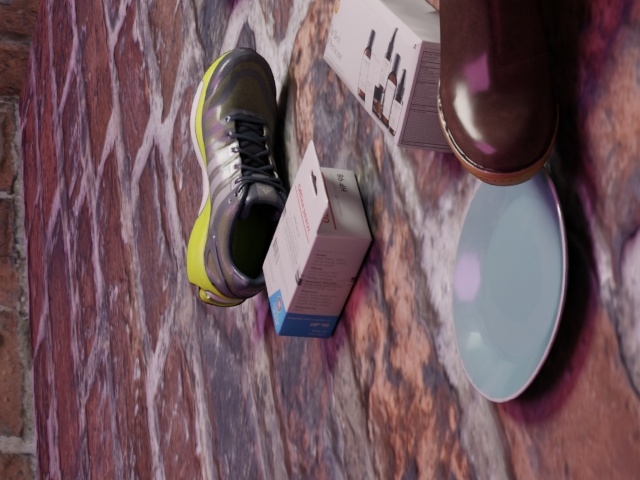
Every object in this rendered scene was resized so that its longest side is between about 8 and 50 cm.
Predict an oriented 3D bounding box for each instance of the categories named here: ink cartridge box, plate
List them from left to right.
[{"bbox_3d":[0.000,0.000,1.522,0.104,0.060,0.180,-103,26,-45],"label":"ink cartridge box"},{"bbox_3d":[0.147,0.029,1.148,0.188,0.024,0.188,-175,90,-71],"label":"plate"}]

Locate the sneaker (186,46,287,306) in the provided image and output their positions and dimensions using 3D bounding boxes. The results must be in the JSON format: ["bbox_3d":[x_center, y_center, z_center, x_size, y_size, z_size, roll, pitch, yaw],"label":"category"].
[{"bbox_3d":[-0.080,-0.072,1.741,0.121,0.111,0.300,0,90,61],"label":"sneaker"}]

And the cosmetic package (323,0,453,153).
[{"bbox_3d":[0.067,-0.170,1.382,0.239,0.060,0.099,-123,43,-61],"label":"cosmetic package"}]

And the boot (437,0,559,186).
[{"bbox_3d":[0.116,-0.187,1.093,0.207,0.090,0.248,72,-166,-52],"label":"boot"}]
